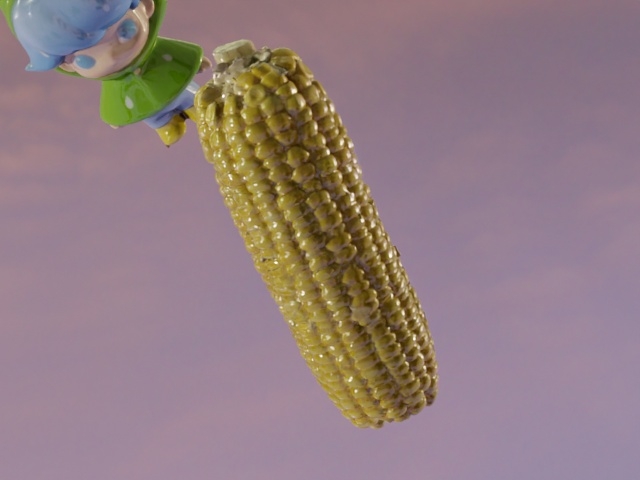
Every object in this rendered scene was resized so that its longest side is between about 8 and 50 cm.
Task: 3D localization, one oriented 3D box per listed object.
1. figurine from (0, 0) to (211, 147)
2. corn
[{"bbox_3d":[-0.211,-0.205,1.051,0.162,0.263,0.143,-30,-142,15],"label":"figurine"},{"bbox_3d":[0.000,0.000,0.579,0.080,0.238,0.080,-25,-167,6],"label":"corn"}]
